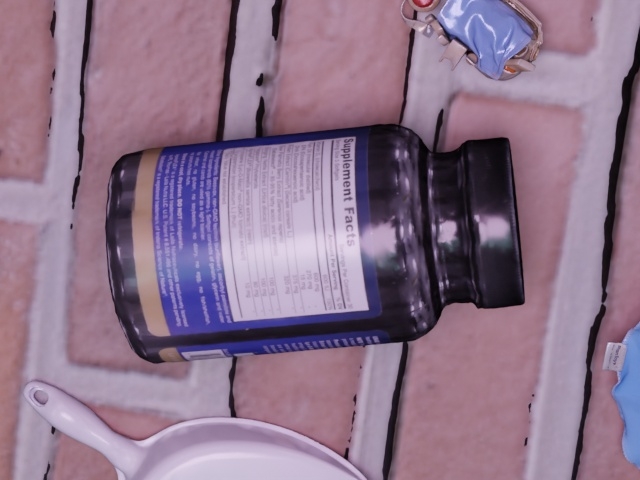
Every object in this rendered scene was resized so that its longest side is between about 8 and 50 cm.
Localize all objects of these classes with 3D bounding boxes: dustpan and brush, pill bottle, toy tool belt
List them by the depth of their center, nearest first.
[{"bbox_3d":[0.000,0.000,0.973,0.219,0.123,0.123,-5,101,7],"label":"pill bottle"},{"bbox_3d":[0.084,-0.119,0.974,0.083,0.051,0.052,32,104,-1],"label":"toy tool belt"},{"bbox_3d":[-0.090,0.149,1.057,0.211,0.060,0.147,34,93,-8],"label":"dustpan and brush"}]

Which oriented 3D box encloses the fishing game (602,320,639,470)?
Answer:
[{"bbox_3d":[0.236,0.108,0.956,0.189,0.041,0.264,22,127,31],"label":"fishing game"}]
